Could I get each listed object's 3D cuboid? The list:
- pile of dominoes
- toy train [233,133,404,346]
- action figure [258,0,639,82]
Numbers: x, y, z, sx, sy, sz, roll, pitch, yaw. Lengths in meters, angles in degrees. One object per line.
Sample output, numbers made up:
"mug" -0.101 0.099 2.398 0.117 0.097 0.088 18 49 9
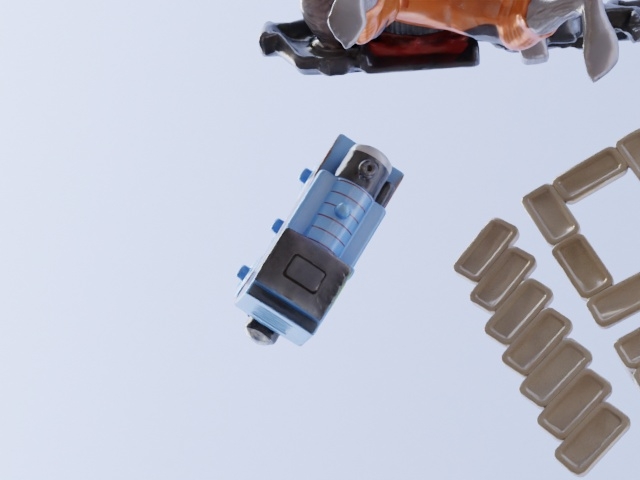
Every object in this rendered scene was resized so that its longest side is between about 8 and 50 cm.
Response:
"pile of dominoes" 0.225 0.050 1.282 0.196 0.040 0.251 -29 -130 3
"toy train" 0.000 0.000 1.316 0.080 0.105 0.184 34 -108 -5
"action figure" 0.126 -0.210 1.285 0.341 0.330 0.178 -7 -70 -8
